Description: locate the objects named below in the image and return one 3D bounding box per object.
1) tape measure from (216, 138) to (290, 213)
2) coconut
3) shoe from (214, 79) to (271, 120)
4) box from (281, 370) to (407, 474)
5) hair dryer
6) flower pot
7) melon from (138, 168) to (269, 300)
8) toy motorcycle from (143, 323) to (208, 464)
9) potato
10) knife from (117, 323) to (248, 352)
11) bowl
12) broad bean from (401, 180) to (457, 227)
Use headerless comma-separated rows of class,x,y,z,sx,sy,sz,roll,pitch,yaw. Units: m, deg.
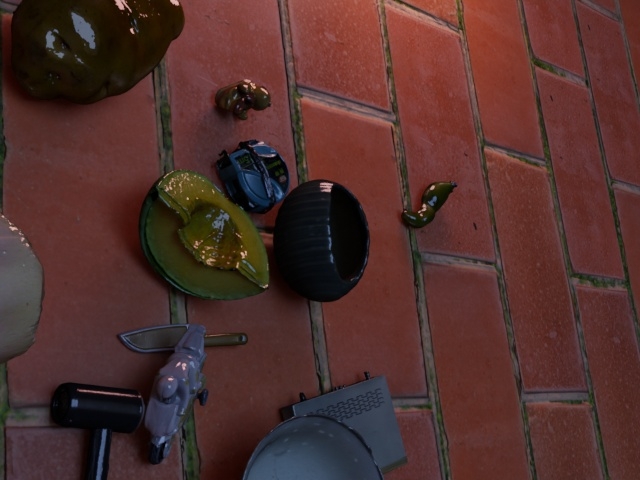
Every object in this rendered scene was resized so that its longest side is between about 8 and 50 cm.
tape measure,-0.122,-0.124,1.753,0.125,0.081,0.146,-28,96,-44
coconut,-0.509,0.074,1.183,0.244,0.239,0.239,-11,83,-46
shoe,-0.151,-0.273,1.791,0.109,0.072,0.069,-3,38,-50
box,0.048,0.374,1.761,0.270,0.045,0.210,-11,83,-46
hair dryer,-0.348,0.342,1.368,0.128,0.070,0.255,19,67,-39
flower pot,0.000,0.000,1.771,0.189,0.157,0.243,21,63,-41
melon,-0.215,-0.010,1.599,0.265,0.129,0.169,43,27,-22
toy motorcycle,-0.234,0.242,1.471,0.074,0.151,0.228,15,59,10
potato,-0.364,-0.356,1.549,0.195,0.176,0.369,38,41,7
knife,-0.234,0.167,1.573,0.256,0.022,0.046,2,79,-40
bowl,-0.044,0.459,1.556,0.313,0.146,0.313,12,69,-35
broad bean,0.258,-0.089,2.144,0.214,0.048,0.070,-38,103,-43
